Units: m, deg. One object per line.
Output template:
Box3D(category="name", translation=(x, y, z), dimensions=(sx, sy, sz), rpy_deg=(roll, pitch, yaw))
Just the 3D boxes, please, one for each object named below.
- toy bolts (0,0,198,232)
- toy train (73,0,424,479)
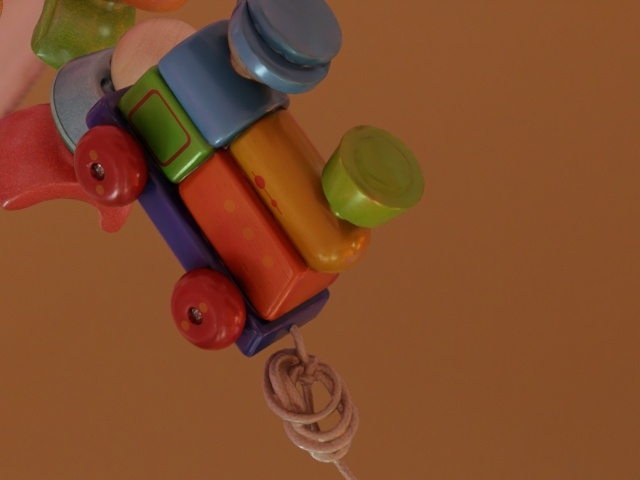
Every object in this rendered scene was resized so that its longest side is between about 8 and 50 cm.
Box3D(category="toy bolts", translation=(-0.152, -0.139, 0.949), dimensions=(0.218, 0.158, 0.228), rpy_deg=(8, -123, -40))
Box3D(category="toy train", translation=(0.000, 0.000, 0.773), dimensions=(0.105, 0.143, 0.248), rpy_deg=(-29, -97, -48))
